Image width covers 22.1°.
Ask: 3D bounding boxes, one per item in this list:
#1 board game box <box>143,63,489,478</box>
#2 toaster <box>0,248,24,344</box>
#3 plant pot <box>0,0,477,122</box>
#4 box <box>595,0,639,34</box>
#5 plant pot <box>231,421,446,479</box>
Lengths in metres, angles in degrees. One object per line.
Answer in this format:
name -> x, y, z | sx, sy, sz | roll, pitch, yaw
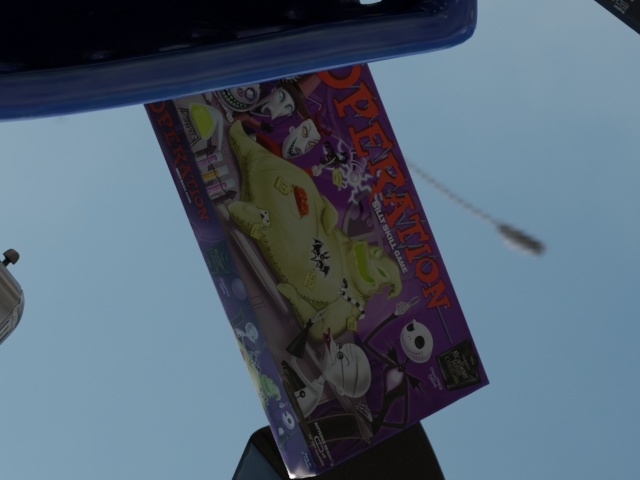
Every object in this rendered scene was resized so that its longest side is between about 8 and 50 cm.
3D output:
board game box -> 0.000, 0.000, 1.377 | 0.208, 0.347, 0.056 | -24, -177, -40
toaster -> -0.404, 0.070, 1.624 | 0.227, 0.146, 0.129 | -46, -152, -9
plant pot -> -0.094, -0.173, 0.686 | 0.236, 0.236, 0.212 | -11, -174, -27
box -> 0.257, -0.217, 1.290 | 0.270, 0.060, 0.216 | 38, -157, 8
plant pot -> 0.025, 0.279, 1.604 | 0.187, 0.188, 0.167 | -15, -126, -36
